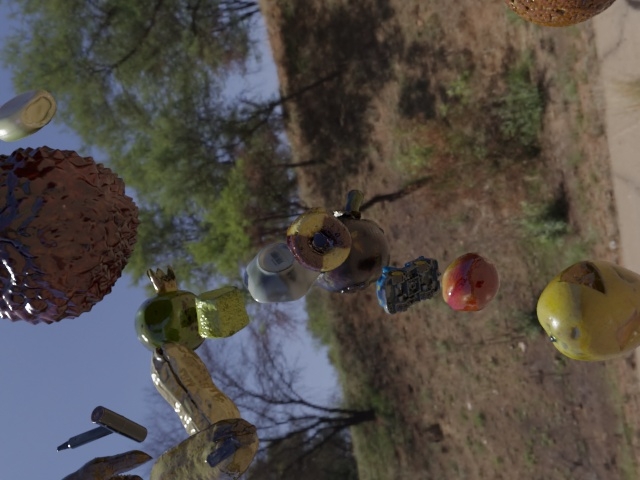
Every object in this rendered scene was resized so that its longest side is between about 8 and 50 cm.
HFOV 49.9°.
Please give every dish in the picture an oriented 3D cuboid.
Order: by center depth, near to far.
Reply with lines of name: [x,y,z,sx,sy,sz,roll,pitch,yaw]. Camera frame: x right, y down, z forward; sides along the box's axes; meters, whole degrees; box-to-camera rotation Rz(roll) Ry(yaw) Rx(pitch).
dish: [-0.097,0.059,1.628,0.066,0.191,0.190,78,-172,-46]

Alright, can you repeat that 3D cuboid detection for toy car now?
toy car: [0.209,0.106,1.713,0.100,0.191,0.097,14,119,52]

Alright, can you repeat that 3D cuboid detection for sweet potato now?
sweet potato: [-0.489,0.512,1.516,0.067,0.274,0.067,-23,-90,-84]

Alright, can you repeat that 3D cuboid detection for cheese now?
cheese: [-0.665,-0.267,1.491,0.137,0.227,0.064,-56,-50,-35]

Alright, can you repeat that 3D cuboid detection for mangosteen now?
mangosteen: [0.069,0.001,1.847,0.231,0.231,0.289,57,-153,-65]

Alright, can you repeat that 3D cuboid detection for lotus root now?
lotus root: [-0.210,0.401,1.263,0.097,0.258,0.110,39,-149,-43]

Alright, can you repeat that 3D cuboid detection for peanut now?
peanut: [-0.290,0.362,1.595,0.290,0.130,0.130,52,-171,4]

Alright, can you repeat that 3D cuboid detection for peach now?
peach: [0.489,0.130,2.220,0.197,0.197,0.197,-10,-90,-80]

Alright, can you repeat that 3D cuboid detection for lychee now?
lychee: [-0.654,-0.007,1.590,0.500,0.425,0.424,-27,-72,-51]

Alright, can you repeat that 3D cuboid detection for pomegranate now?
pomegranate: [-0.410,0.197,1.824,0.246,0.198,0.198,54,-163,-14]

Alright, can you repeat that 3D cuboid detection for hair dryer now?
hair dryer: [-0.578,0.512,1.790,0.173,0.195,0.050,47,-162,-44]

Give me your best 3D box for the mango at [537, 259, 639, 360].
mango: [0.701,0.171,1.700,0.182,0.365,0.252,42,127,54]

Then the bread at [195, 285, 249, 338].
bread: [-0.252,0.181,1.721,0.129,0.111,0.114,-26,-68,-52]

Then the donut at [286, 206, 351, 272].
donut: [0.000,0.000,1.438,0.059,0.140,0.140,-155,52,-80]

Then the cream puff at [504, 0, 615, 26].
cream puff: [0.562,-0.652,1.615,0.212,0.303,0.303,22,-123,-59]

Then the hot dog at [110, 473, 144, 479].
hot dog: [-0.515,0.732,1.807,0.163,0.082,0.270,32,-154,-36]
